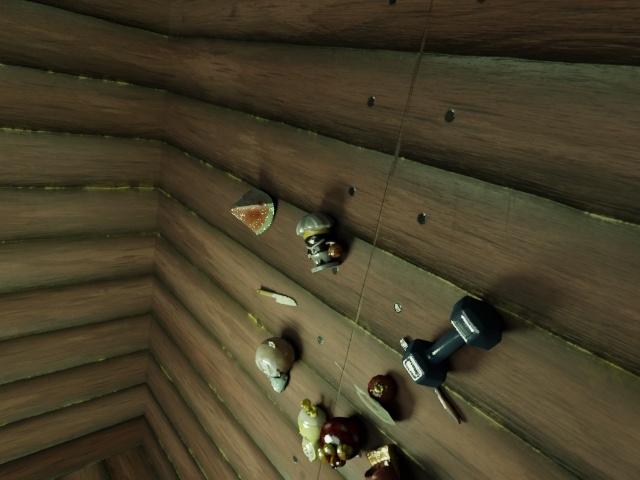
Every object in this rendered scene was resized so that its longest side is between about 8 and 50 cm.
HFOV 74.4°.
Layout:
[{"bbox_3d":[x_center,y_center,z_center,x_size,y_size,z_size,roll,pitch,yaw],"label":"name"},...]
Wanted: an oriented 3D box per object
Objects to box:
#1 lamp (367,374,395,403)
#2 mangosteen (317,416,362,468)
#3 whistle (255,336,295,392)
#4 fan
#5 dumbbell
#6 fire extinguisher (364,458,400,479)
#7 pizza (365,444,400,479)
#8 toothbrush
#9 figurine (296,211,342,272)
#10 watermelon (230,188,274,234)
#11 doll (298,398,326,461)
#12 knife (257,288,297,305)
[{"bbox_3d":[0.221,0.541,1.537,0.101,0.090,0.101,-6,65,14],"label":"lamp"},{"bbox_3d":[0.072,0.795,1.653,0.199,0.199,0.200,7,100,47],"label":"mangosteen"},{"bbox_3d":[-0.202,0.580,1.986,0.189,0.189,0.348,37,142,39],"label":"whistle"},{"bbox_3d":[0.152,0.563,1.549,0.310,0.010,0.182,48,157,-1],"label":"fan"},{"bbox_3d":[0.393,0.313,1.281,0.325,0.159,0.144,-54,25,37],"label":"dumbbell"},{"bbox_3d":[0.299,0.923,1.443,0.147,0.106,0.337,-32,79,-2],"label":"fire extinguisher"},{"bbox_3d":[0.244,0.825,1.571,0.182,0.062,0.162,26,120,49],"label":"pizza"},{"bbox_3d":[0.367,0.464,1.415,0.321,0.023,0.031,56,138,29],"label":"toothbrush"},{"bbox_3d":[0.000,0.000,1.688,0.175,0.132,0.237,-22,80,38],"label":"figurine"},{"bbox_3d":[-0.325,-0.136,2.023,0.136,0.202,0.208,-99,21,-73],"label":"watermelon"},{"bbox_3d":[-0.042,0.840,1.837,0.141,0.117,0.297,16,106,49],"label":"doll"},{"bbox_3d":[-0.209,0.277,2.033,0.297,0.017,0.047,6,101,43],"label":"knife"}]
